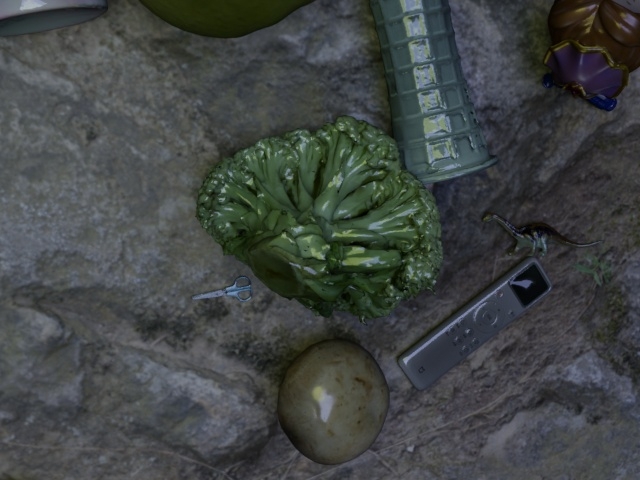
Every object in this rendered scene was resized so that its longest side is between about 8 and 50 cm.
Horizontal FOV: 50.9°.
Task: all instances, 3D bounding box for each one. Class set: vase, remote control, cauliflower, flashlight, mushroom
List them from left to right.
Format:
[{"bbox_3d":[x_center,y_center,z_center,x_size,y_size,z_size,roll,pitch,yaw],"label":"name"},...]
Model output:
[{"bbox_3d":[0.000,0.000,0.795,0.275,0.250,0.272,-22,105,25],"label":"cauliflower"},{"bbox_3d":[0.016,0.214,0.910,0.166,0.127,0.166,-6,99,-36],"label":"mushroom"},{"bbox_3d":[0.128,-0.229,0.849,0.143,0.143,0.298,-15,101,-11],"label":"vase"},{"bbox_3d":[0.231,0.122,0.991,0.261,0.029,0.067,-36,106,-5],"label":"remote control"},{"bbox_3d":[0.375,-0.220,0.959,0.121,0.035,0.057,26,92,-16],"label":"flashlight"}]

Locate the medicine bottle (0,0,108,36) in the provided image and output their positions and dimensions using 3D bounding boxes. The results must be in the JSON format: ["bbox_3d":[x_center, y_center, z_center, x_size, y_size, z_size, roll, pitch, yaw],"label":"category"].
[{"bbox_3d":[-0.331,-0.357,0.703,0.152,0.152,0.254,-14,103,-11],"label":"medicine bottle"}]

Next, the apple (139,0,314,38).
[{"bbox_3d":[-0.095,-0.356,0.694,0.292,0.292,0.254,-32,126,-6],"label":"apple"}]

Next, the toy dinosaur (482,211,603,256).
[{"bbox_3d":[0.320,0.003,0.987,0.180,0.037,0.058,11,102,-14],"label":"toy dinosaur"}]

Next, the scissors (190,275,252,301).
[{"bbox_3d":[-0.133,0.071,0.905,0.083,0.006,0.036,-10,104,-12],"label":"scissors"}]

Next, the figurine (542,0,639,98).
[{"bbox_3d":[0.390,-0.301,0.877,0.263,0.142,0.189,-54,146,-18],"label":"figurine"}]
